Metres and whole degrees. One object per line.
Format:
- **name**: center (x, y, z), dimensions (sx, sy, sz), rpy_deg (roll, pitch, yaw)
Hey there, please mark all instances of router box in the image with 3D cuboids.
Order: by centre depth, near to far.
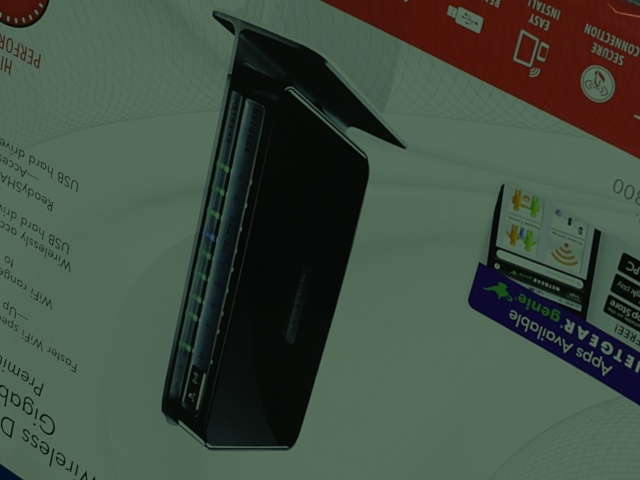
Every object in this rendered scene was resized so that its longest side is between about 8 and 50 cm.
- **router box**: center (0.000, 0.000, 0.664), dimensions (0.335, 0.082, 0.301), rpy_deg (29, 123, 26)
